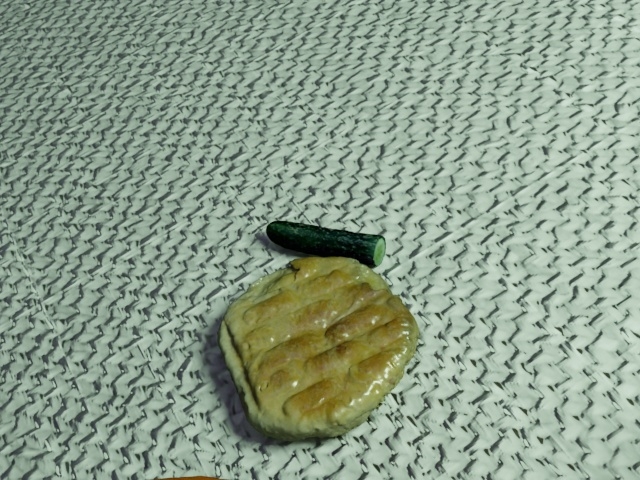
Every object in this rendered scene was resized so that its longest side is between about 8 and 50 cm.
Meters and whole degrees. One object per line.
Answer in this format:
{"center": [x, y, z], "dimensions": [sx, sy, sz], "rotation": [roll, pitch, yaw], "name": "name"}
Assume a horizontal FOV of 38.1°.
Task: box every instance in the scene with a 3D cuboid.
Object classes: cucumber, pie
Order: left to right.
{"center": [-0.001, 0.092, 0.846], "dimensions": [0.195, 0.046, 0.195], "rotation": [-10, 48, 12], "name": "pie"}
{"center": [0.000, 0.000, 0.936], "dimensions": [0.133, 0.032, 0.032], "rotation": [11, 54, 25], "name": "cucumber"}

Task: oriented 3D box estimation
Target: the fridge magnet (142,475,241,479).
{"center": [-0.058, 0.266, 0.541], "dimensions": [0.363, 0.155, 0.363], "rotation": [9, 16, -3], "name": "fridge magnet"}
